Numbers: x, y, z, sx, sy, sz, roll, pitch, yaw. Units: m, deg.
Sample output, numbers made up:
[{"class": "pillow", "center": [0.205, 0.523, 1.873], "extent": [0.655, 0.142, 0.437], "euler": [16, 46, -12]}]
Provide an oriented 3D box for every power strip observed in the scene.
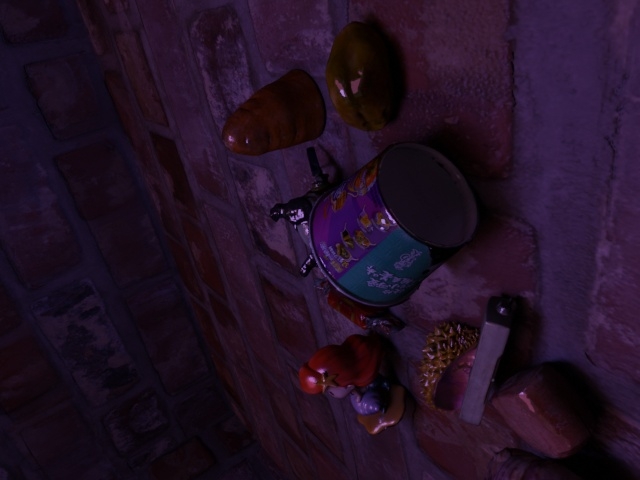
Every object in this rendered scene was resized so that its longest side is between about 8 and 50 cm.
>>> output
[{"class": "power strip", "center": [0.293, 0.224, 0.875], "extent": [0.048, 0.080, 0.285], "euler": [16, 124, 22]}]

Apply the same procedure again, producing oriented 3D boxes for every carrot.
[{"class": "carrot", "center": [-0.115, -0.254, 1.056], "extent": [0.159, 0.225, 0.159], "euler": [41, 149, 30]}]

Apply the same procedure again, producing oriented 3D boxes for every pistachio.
[{"class": "pistachio", "center": [0.066, -0.272, 0.842], "extent": [0.100, 0.110, 0.189], "euler": [-100, -2, -61]}]

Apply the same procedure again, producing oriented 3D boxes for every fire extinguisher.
[{"class": "fire extinguisher", "center": [0.026, -0.046, 1.137], "extent": [0.138, 0.102, 0.343], "euler": [-90, -17, -71]}]

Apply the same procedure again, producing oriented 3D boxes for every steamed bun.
[{"class": "steamed bun", "center": [0.374, 0.284, 0.819], "extent": [0.145, 0.106, 0.175], "euler": [48, 164, 16]}]

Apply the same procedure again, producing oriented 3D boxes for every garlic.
[{"class": "garlic", "center": [0.393, 0.459, 0.823], "extent": [0.245, 0.160, 0.245], "euler": [22, 167, 5]}]

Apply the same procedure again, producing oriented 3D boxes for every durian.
[{"class": "durian", "center": [0.264, 0.256, 0.981], "extent": [0.132, 0.165, 0.182], "euler": [12, 156, 20]}]

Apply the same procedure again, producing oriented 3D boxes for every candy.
[{"class": "candy", "center": [0.086, 0.157, 1.220], "extent": [0.292, 0.086, 0.059], "euler": [31, 132, 45]}]

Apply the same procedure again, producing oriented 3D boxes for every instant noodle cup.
[{"class": "instant noodle cup", "center": [0.130, -0.034, 0.824], "extent": [0.251, 0.251, 0.190], "euler": [58, 144, 9]}]

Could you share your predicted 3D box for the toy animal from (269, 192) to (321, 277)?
[{"class": "toy animal", "center": [0.000, 0.000, 1.036], "extent": [0.121, 0.094, 0.225], "euler": [-21, 101, 34]}]

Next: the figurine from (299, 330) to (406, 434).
[{"class": "figurine", "center": [0.088, 0.343, 1.245], "extent": [0.257, 0.208, 0.181], "euler": [45, -156, -25]}]
